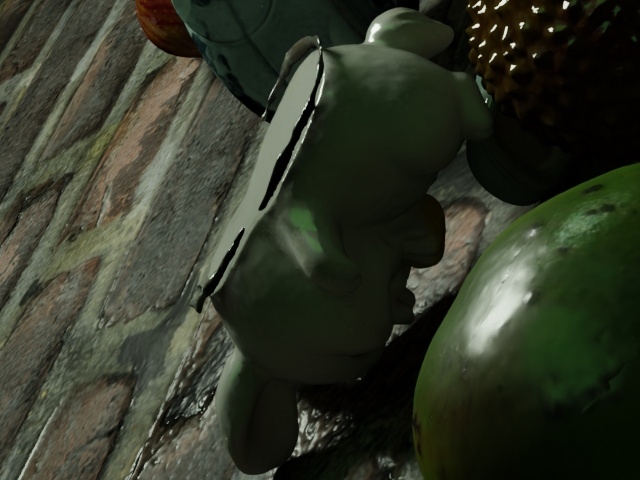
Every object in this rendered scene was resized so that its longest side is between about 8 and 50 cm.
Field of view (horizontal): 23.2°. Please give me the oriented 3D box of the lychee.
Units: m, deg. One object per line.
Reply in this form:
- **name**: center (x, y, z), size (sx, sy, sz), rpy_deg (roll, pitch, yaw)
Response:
- **lychee**: center (0.207, -0.147, 0.996), size (0.238, 0.200, 0.200), rpy_deg (-20, 36, 33)

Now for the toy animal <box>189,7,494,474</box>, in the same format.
- **toy animal**: center (0.002, 0.000, 1.111), size (0.325, 0.154, 0.208), rpy_deg (-57, 16, 31)

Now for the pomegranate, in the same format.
- **pomegranate**: center (0.153, 0.086, 0.753), size (0.236, 0.236, 0.302), rpy_deg (-53, 2, -11)

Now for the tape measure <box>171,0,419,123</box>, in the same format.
- **tape measure**: center (-0.019, -0.233, 1.379), size (0.147, 0.275, 0.256), rpy_deg (-26, 38, 30)

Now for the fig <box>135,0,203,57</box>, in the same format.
- **fig**: center (-0.105, -0.290, 1.778), size (0.175, 0.207, 0.175), rpy_deg (-172, 90, -87)

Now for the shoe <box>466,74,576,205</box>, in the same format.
- **shoe**: center (0.180, -0.140, 1.140), size (0.100, 0.103, 0.251), rpy_deg (-18, 44, 48)
